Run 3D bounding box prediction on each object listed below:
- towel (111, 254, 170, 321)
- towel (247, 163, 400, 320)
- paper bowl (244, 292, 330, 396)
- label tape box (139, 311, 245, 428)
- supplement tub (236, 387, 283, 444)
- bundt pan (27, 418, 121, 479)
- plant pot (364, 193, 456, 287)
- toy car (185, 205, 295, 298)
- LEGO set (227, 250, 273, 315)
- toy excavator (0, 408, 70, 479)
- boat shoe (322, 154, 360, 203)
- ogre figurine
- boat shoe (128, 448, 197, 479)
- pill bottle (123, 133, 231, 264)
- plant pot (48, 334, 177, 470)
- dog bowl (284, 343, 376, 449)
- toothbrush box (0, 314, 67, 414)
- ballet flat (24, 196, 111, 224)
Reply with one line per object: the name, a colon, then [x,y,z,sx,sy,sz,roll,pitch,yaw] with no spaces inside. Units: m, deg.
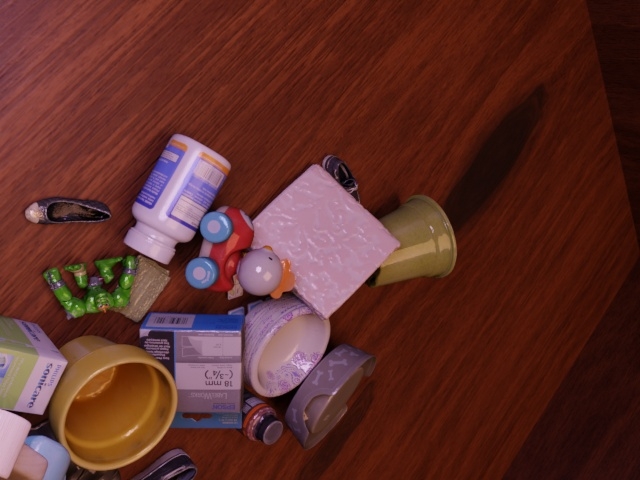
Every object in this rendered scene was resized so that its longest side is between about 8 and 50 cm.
towel: [-0.433,0.115,1.415,0.110,0.027,0.148,41,76,-43]
towel: [0.000,0.000,1.599,0.332,0.053,0.317,44,71,4]
paper bowl: [-0.120,0.275,1.643,0.284,0.148,0.284,-29,135,-33]
label tape box: [-0.312,0.352,1.476,0.241,0.106,0.333,2,107,-4]
supplement tub: [-0.193,0.484,1.636,0.106,0.198,0.106,-21,121,-40]
bundt pan: [-0.608,0.582,1.365,0.331,0.124,0.330,-16,115,-38]
plant pot: [0.232,0.023,1.831,0.254,0.276,0.276,-19,118,-22]
toy car: [-0.165,0.045,1.425,0.219,0.238,0.210,-27,135,-86]
LEGO set: [-0.170,0.134,1.634,0.182,0.060,0.244,-16,115,-41]
toy excavator: [-0.545,0.390,1.003,0.433,0.445,0.222,54,35,-43]
boat shoe: [0.073,-0.160,1.733,0.075,0.065,0.206,-47,130,-19]
ogre figurine: [-0.496,0.103,1.315,0.197,0.097,0.118,-14,97,-54]
boat shoe: [-0.455,0.679,1.547,0.301,0.102,0.108,-34,125,-28]
pill bottle: [-0.330,-0.090,1.345,0.152,0.152,0.272,33,83,-43]
plant pot: [-0.481,0.329,1.304,0.254,0.239,0.254,-16,115,-37]
dog bowl: [0.027,0.464,1.807,0.349,0.102,0.348,-44,157,-25]
toothbrush box: [-0.665,0.212,1.123,0.283,0.206,0.122,26,87,-44]
ballet flat: [-0.528,-0.062,1.251,0.173,0.049,0.057,-6,108,-40]
